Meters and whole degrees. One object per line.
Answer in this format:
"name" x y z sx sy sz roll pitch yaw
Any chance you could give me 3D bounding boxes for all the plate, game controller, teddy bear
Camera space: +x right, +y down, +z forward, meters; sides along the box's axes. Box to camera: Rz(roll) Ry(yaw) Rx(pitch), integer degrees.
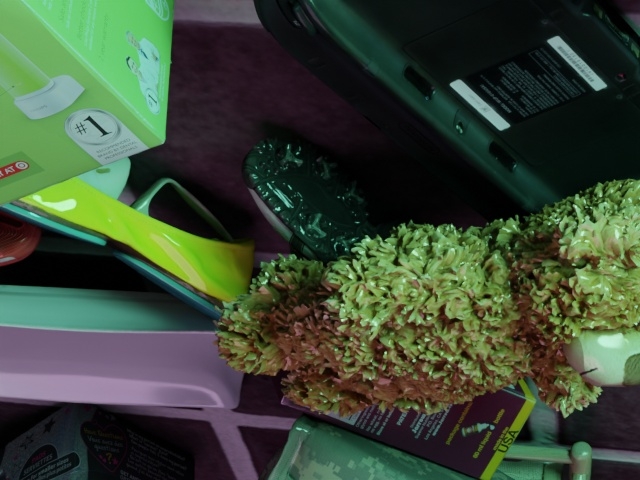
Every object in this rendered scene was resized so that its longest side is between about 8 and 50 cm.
"plate" -0.197 0.087 1.344 0.278 0.045 0.277 3 163 -5
"game controller" 0.109 -0.099 0.984 0.166 0.067 0.319 -28 134 29
"teddy bear" 0.091 0.060 1.055 0.338 0.113 0.245 -5 146 17

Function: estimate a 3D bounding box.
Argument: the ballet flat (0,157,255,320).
"ballet flat" -0.142 -0.019 1.173 0.231 0.077 0.077 29 173 -27

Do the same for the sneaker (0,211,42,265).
"sneaker" -0.290 -0.004 1.266 0.221 0.087 0.128 9 162 25

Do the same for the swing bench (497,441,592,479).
"swing bench" 0.118 0.275 1.500 0.253 0.165 0.255 5 164 10

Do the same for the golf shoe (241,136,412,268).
"golf shoe" 0.000 0.000 1.159 0.094 0.077 0.198 -17 139 40

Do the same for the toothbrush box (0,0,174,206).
"toothbrush box" -0.245 -0.143 0.919 0.206 0.122 0.283 -19 141 24

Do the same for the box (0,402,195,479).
"box" -0.266 0.289 1.626 0.247 0.142 0.163 -35 129 29

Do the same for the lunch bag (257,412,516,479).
"lunch bag" 0.027 0.292 1.290 0.235 0.169 0.287 29 106 5

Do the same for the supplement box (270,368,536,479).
"supplement box" 0.058 0.102 1.263 0.188 0.104 0.081 22 106 -19
